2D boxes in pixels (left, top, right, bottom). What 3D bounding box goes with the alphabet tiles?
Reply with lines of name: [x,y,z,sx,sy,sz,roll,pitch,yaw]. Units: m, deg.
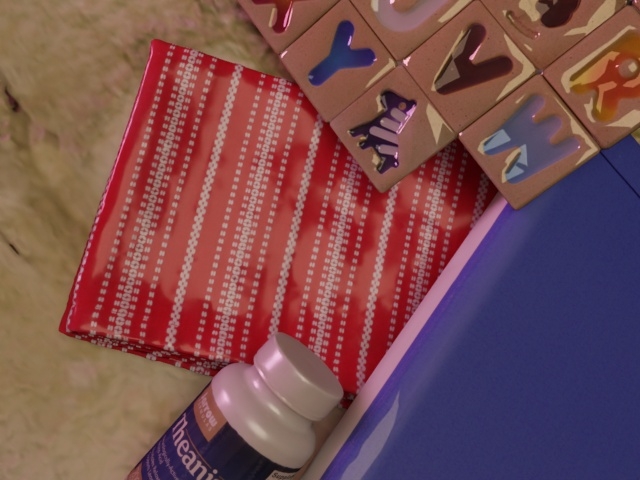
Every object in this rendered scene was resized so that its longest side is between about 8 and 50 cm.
alphabet tiles: [0.119,-0.197,0.340,0.342,0.011,0.285,-38,80,15]

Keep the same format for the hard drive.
hard drive: [0.148,0.093,0.371,0.210,0.040,0.319,43,70,-13]

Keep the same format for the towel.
towel: [0.000,0.000,0.385,0.274,0.031,0.199,16,78,-10]

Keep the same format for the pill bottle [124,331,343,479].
pill bottle: [-0.045,0.110,0.322,0.067,0.067,0.120,41,95,-4]
